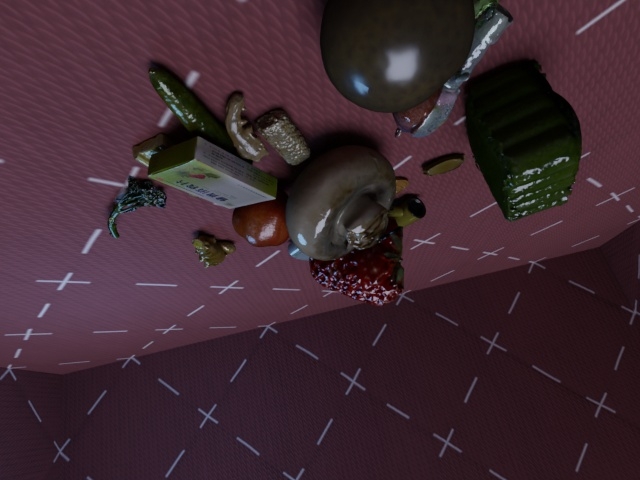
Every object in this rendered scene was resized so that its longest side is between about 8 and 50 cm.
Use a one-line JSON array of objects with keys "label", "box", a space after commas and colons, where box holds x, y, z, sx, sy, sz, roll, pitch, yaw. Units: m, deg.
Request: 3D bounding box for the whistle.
[{"label": "whistle", "box": [0.270, -0.355, 0.907, 0.346, 0.134, 0.142, -49, -176, 46]}]

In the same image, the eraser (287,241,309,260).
[{"label": "eraser", "box": [0.000, 0.000, 1.639, 0.174, 0.081, 0.227, 12, 147, -39]}]

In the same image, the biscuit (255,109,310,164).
[{"label": "biscuit", "box": [-0.090, -0.255, 1.019, 0.082, 0.070, 0.168, -27, 151, 12]}]

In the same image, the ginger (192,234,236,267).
[{"label": "ginger", "box": [-0.406, 0.039, 1.496, 0.115, 0.081, 0.206, -29, 155, 19]}]

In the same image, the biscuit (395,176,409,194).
[{"label": "biscuit", "box": [0.236, -0.179, 1.431, 0.118, 0.023, 0.140, 3, 153, -35]}]

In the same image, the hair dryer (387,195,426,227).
[{"label": "hair dryer", "box": [0.245, -0.105, 1.513, 0.279, 0.090, 0.135, 2, 160, -31]}]

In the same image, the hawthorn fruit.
[{"label": "hawthorn fruit", "box": [-0.165, -0.093, 1.244, 0.197, 0.196, 0.225, -2, 130, -25]}]

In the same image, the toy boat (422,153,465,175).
[{"label": "toy boat", "box": [0.408, -0.251, 1.340, 0.149, 0.049, 0.047, -19, 115, 2]}]

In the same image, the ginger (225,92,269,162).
[{"label": "ginger", "box": [-0.178, -0.251, 0.942, 0.070, 0.051, 0.173, -20, 141, 2]}]

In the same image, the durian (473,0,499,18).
[{"label": "durian", "box": [0.270, -0.428, 0.782, 0.086, 0.100, 0.215, 11, 139, -47]}]

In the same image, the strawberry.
[{"label": "strawberry", "box": [0.121, 0.068, 1.447, 0.346, 0.316, 0.295, 0, -170, 10]}]

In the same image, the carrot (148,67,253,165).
[{"label": "carrot", "box": [-0.259, -0.257, 0.918, 0.074, 0.074, 0.358, -19, 155, 13]}]

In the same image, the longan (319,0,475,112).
[{"label": "longan", "box": [0.128, -0.349, 0.696, 0.259, 0.257, 0.258, -12, 157, -5]}]

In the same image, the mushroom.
[{"label": "mushroom", "box": [0.080, -0.087, 1.160, 0.363, 0.295, 0.362, -34, 151, -22]}]

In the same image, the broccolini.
[{"label": "broccolini", "box": [-0.533, -0.082, 1.174, 0.123, 0.062, 0.271, 23, 135, -32]}]

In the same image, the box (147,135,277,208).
[{"label": "box", "box": [-0.256, -0.155, 1.000, 0.175, 0.062, 0.261, -7, 163, 35]}]

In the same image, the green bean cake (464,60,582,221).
[{"label": "green bean cake", "box": [0.529, -0.247, 1.062, 0.218, 0.318, 0.335, -22, 156, 16]}]

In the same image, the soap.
[{"label": "soap", "box": [-0.364, -0.185, 1.065, 0.092, 0.036, 0.252, -19, 157, 14]}]
